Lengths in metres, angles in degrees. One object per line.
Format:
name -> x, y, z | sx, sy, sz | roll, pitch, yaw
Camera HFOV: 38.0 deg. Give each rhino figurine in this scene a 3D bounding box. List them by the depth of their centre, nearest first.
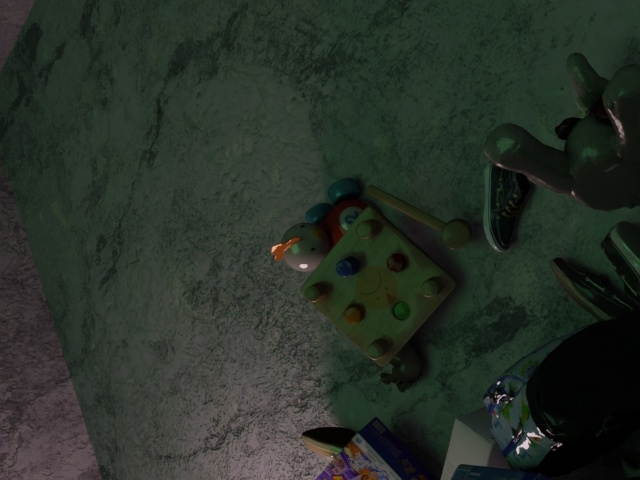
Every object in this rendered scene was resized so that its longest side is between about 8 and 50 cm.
rhino figurine -> 0.160, 0.217, 2.098 | 0.106, 0.073, 0.243 | -41, 64, 50

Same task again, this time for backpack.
backpack -> 0.431, 0.288, 1.627 | 0.273, 0.290, 0.355 | 49, 157, 34

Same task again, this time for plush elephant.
plush elephant -> 0.470, -0.192, 1.515 | 0.272, 0.330, 0.255 | -32, 34, 37

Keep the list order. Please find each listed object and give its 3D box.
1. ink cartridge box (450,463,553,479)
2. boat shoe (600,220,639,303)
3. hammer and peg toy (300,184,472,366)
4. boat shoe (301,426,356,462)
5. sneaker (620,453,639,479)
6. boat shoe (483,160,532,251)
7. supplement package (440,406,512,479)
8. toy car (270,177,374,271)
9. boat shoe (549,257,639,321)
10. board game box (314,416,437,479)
ink cartridge box -> 0.397, 0.514, 1.597 | 0.151, 0.270, 0.395 | -63, 8, -14
boat shoe -> 0.560, 0.070, 1.587 | 0.219, 0.078, 0.070 | 63, 147, 28
hammer and peg toy -> 0.148, 0.054, 1.969 | 0.266, 0.127, 0.361 | 41, 107, 11
boat shoe -> 0.069, 0.526, 2.243 | 0.302, 0.109, 0.098 | 8, 103, 43
sneaker -> 0.620, 0.352, 1.524 | 0.330, 0.123, 0.146 | -47, 63, 44
boat shoe -> 0.365, -0.068, 1.800 | 0.083, 0.065, 0.183 | -1, 95, 52
supplement package -> 0.330, 0.451, 1.909 | 0.105, 0.105, 0.179 | 33, 121, 44
toy car -> 0.000, 0.000, 2.121 | 0.210, 0.238, 0.219 | -46, 63, 45
boat shoe -> 0.500, 0.094, 1.689 | 0.065, 0.075, 0.206 | -39, 51, 0
board game box -> 0.171, 0.596, 2.073 | 0.347, 0.078, 0.233 | 45, 131, 14
